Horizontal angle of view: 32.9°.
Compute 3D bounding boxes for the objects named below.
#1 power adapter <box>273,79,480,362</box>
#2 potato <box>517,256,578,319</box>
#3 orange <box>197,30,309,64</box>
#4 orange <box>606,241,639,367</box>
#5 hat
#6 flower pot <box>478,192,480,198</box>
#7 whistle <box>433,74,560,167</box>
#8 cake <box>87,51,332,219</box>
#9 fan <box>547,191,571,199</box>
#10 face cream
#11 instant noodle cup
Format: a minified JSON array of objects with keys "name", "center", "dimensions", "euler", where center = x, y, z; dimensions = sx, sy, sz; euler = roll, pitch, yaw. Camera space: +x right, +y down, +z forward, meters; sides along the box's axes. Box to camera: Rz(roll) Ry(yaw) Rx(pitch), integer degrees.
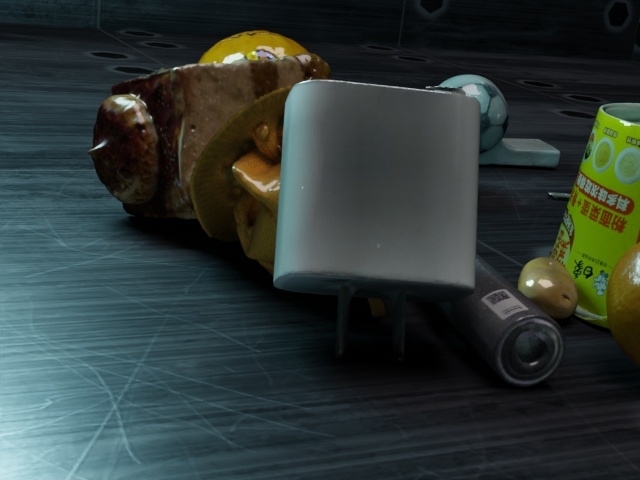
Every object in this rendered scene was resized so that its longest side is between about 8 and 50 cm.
[{"name":"power adapter","center":[0.053,-0.012,1.036],"dimensions":[0.187,0.255,0.124],"euler":[4,-10,-8]},{"name":"potato","center":[0.249,0.052,1.196],"dimensions":[0.068,0.062,0.083],"euler":[27,48,-21]},{"name":"orange","center":[-0.101,-0.240,1.775],"dimensions":[0.219,0.193,0.219],"euler":[-15,-1,0]},{"name":"orange","center":[0.359,0.060,1.052],"dimensions":[0.159,0.136,0.159],"euler":[6,53,-8]},{"name":"hat","center":[0.000,0.000,1.173],"dimensions":[0.233,0.244,0.233],"euler":[8,41,-51]},{"name":"flower pot","center":[0.134,-0.140,1.635],"dimensions":[0.251,0.084,0.179],"euler":[11,22,-35]},{"name":"whistle","center":[0.293,-0.217,1.937],"dimensions":[0.289,0.163,0.163],"euler":[1,18,-17]},{"name":"cake","center":[-0.139,-0.129,1.348],"dimensions":[0.293,0.196,0.198],"euler":[-8,5,-36]},{"name":"fan","center":[0.544,-0.053,1.750],"dimensions":[0.294,0.012,0.223],"euler":[-6,22,-37]},{"name":"face cream","center":[0.159,0.059,1.117],"dimensions":[0.073,0.073,0.283],"euler":[2,18,-15]},{"name":"instant noodle cup","center":[0.417,-0.028,1.253],"dimensions":[0.311,0.221,0.311],"euler":[5,17,-2]}]
